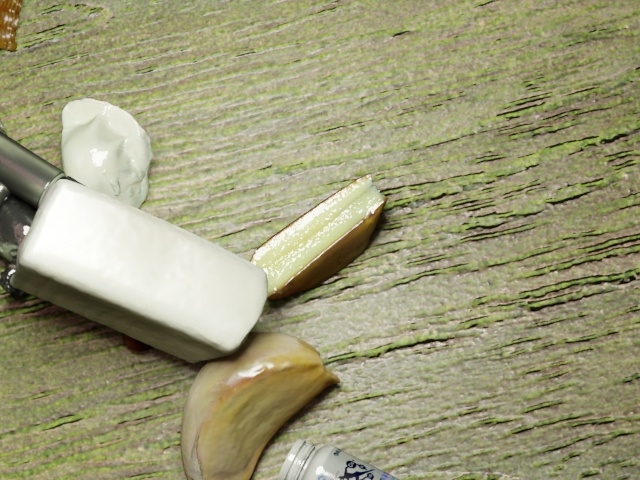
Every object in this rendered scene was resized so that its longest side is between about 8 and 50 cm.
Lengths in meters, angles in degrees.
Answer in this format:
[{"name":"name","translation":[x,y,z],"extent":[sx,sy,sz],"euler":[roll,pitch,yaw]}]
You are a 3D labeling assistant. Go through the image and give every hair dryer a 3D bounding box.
[{"name":"hair dryer","translation":[-0.516,-0.032,1.737],"extent":[0.195,0.078,0.248],"euler":[33,78,5]}]

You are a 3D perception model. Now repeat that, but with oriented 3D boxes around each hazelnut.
[{"name":"hazelnut","translation":[-0.295,0.139,1.785],"extent":[0.086,0.086,0.086],"euler":[-1,77,5]}]

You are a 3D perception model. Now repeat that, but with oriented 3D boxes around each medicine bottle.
[{"name":"medicine bottle","translation":[0.034,0.384,1.679],"extent":[0.191,0.107,0.107],"euler":[25,81,10]}]

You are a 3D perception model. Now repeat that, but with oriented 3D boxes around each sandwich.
[{"name":"sandwich","translation":[0.000,0.000,1.777],"extent":[0.258,0.096,0.094],"euler":[-35,70,-1]}]

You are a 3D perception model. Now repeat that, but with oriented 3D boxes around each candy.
[{"name":"candy","translation":[-0.280,0.057,1.654],"extent":[0.358,0.208,0.145],"euler":[26,67,-15]}]

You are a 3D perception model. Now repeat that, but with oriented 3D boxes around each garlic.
[{"name":"garlic","translation":[-0.130,0.291,1.706],"extent":[0.196,0.151,0.338],"euler":[35,83,-2]}]

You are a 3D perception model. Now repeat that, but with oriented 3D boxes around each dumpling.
[{"name":"dumpling","translation":[-0.354,-0.127,1.821],"extent":[0.151,0.124,0.229],"euler":[-5,109,1]}]

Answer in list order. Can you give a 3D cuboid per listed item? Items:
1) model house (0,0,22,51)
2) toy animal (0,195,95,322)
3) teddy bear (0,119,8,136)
[{"name":"model house","translation":[-0.646,-0.432,1.889],"extent":[0.219,0.199,0.229],"euler":[-41,73,8]},{"name":"toy animal","translation":[-0.449,0.033,1.808],"extent":[0.343,0.106,0.168],"euler":[31,74,5]},{"name":"teddy bear","translation":[-0.596,-0.165,1.874],"extent":[0.133,0.111,0.213],"euler":[3,101,35]}]
